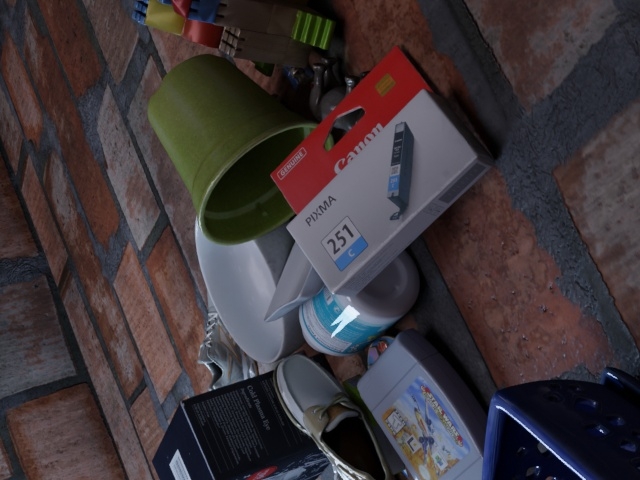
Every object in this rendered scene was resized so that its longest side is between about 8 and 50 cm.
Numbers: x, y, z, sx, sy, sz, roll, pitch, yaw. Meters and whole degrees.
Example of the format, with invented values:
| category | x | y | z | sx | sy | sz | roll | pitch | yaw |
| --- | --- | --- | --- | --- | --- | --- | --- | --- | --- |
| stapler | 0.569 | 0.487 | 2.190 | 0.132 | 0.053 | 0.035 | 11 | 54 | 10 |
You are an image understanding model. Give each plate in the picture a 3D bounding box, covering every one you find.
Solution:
| category | x | y | z | sx | sy | sz | roll | pitch | yaw |
| --- | --- | --- | --- | --- | --- | --- | --- | --- | --- |
| plate | 0.000 | 0.000 | 1.782 | 0.277 | 0.045 | 0.278 | -68 | 10 | -17 |

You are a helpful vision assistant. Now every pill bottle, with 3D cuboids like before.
| category | x | y | z | sx | sy | sz | roll | pitch | yaw |
| --- | --- | --- | --- | --- | --- | --- | --- | --- | --- |
| pill bottle | 0.053 | 0.106 | 1.807 | 0.146 | 0.146 | 0.264 | 66 | 152 | 15 |

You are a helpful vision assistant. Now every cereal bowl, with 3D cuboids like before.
| category | x | y | z | sx | sy | sz | roll | pitch | yaw |
| --- | --- | --- | --- | --- | --- | --- | --- | --- | --- |
| cereal bowl | -0.103 | 0.060 | 2.070 | 0.339 | 0.141 | 0.339 | 43 | 144 | 43 |

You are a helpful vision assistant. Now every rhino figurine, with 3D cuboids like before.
| category | x | y | z | sx | sy | sz | roll | pitch | yaw |
| --- | --- | --- | --- | --- | --- | --- | --- | --- | --- |
| rhino figurine | 0.059 | -0.213 | 1.701 | 0.243 | 0.073 | 0.106 | 33 | 129 | 50 |

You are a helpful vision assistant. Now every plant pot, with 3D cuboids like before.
| category | x | y | z | sx | sy | sz | roll | pitch | yaw |
| --- | --- | --- | --- | --- | --- | --- | --- | --- | --- |
| plant pot | -0.160 | -0.176 | 1.850 | 0.254 | 0.276 | 0.276 | 49 | 145 | 25 |
| plant pot | 0.347 | 0.300 | 1.287 | 0.236 | 0.212 | 0.236 | 40 | 138 | 48 |

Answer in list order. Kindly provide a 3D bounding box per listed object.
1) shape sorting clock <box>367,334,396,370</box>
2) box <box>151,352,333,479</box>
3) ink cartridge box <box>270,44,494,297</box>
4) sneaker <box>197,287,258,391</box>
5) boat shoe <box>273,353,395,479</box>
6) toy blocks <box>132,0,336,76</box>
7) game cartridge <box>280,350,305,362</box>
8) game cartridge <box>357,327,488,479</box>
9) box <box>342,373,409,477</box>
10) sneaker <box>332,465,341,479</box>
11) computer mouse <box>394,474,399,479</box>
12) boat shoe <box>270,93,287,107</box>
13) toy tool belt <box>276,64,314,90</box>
| category | x | y | z | sx | sy | sz | roll | pitch | yaw |
| --- | --- | --- | --- | --- | --- | --- | --- | --- | --- |
| shape sorting clock | 0.140 | 0.260 | 1.842 | 0.206 | 0.040 | 0.206 | 39 | 137 | 49 |
| box | -0.138 | 0.412 | 2.155 | 0.179 | 0.312 | 0.343 | 62 | 151 | 21 |
| ink cartridge box | 0.066 | -0.108 | 1.572 | 0.296 | 0.066 | 0.261 | -45 | 61 | 19 |
| sneaker | -0.228 | 0.223 | 2.429 | 0.099 | 0.121 | 0.262 | -8 | 98 | 62 |
| boat shoe | 0.029 | 0.311 | 1.848 | 0.302 | 0.113 | 0.103 | 50 | 158 | 18 |
| toy blocks | -0.189 | -0.396 | 1.808 | 0.381 | 0.261 | 0.191 | 40 | 120 | 48 |
| game cartridge | -0.062 | 0.264 | 2.209 | 0.017 | 0.056 | 0.083 | 45 | 141 | 33 |
| game cartridge | 0.184 | 0.299 | 1.724 | 0.297 | 0.062 | 0.198 | 56 | 146 | 19 |
| box | 0.098 | 0.338 | 1.921 | 0.109 | 0.042 | 0.178 | 31 | 140 | 65 |
| sneaker | 0.053 | 0.409 | 1.964 | 0.132 | 0.086 | 0.229 | 101 | 153 | -73 |
| computer mouse | 0.145 | 0.505 | 1.971 | 0.242 | 0.041 | 0.071 | 60 | 149 | 23 |
| boat shoe | -0.104 | -0.169 | 2.042 | 0.095 | 0.095 | 0.257 | 33 | 138 | 1 |
| toy tool belt | -0.039 | -0.283 | 1.868 | 0.083 | 0.051 | 0.052 | 55 | 148 | 31 |
